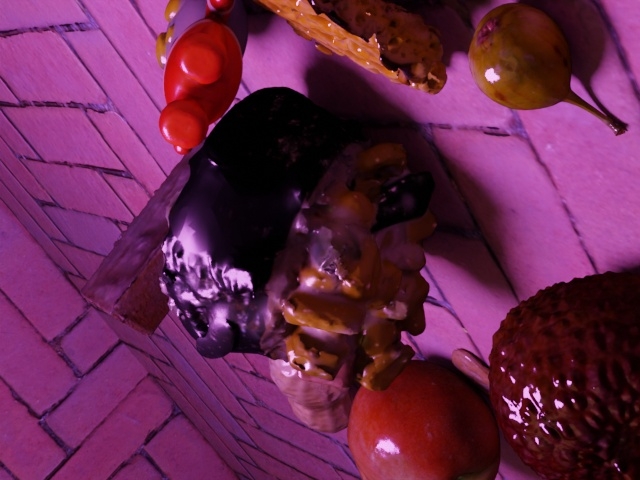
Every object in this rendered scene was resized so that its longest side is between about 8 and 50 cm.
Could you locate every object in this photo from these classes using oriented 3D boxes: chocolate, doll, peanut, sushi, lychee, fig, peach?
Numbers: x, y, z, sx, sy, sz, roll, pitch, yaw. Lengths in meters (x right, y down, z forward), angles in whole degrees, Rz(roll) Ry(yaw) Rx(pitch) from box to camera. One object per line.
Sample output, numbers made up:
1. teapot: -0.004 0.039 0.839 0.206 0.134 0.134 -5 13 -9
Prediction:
1. chocolate: -0.226 -0.005 1.678 0.112 0.321 0.112 23 164 44
2. doll: -0.139 -0.221 1.235 0.105 0.199 0.336 14 -155 -9
3. peanut: -0.009 0.270 2.029 0.149 0.149 0.313 33 156 26
4. sushi: 0.000 0.000 1.293 0.285 0.328 0.328 20 137 20
5. lychee: 0.306 0.152 1.108 0.260 0.260 0.260 37 158 18
6. fig: 0.196 -0.134 0.963 0.093 0.093 0.166 8 140 56
7. peach: 0.158 0.306 1.664 0.252 0.252 0.252 37 158 18

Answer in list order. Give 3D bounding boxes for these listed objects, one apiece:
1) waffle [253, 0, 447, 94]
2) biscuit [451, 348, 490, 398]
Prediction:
1. waffle: -0.008 -0.233 1.028 0.312 0.060 0.307 30 -176 -7
2. biscuit: 0.255 0.217 1.612 0.147 0.018 0.071 42 158 8
